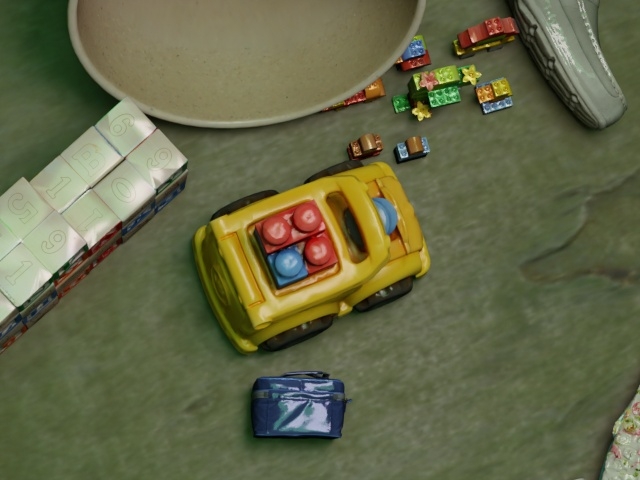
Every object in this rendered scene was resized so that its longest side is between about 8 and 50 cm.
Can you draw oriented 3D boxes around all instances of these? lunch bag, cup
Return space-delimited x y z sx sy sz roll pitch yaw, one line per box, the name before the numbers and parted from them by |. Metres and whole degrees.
lunch bag | -0.018 0.159 1.649 0.098 0.067 0.065 1 81 -7
cup | -0.080 -0.300 1.620 0.331 0.331 0.237 -4 55 -7

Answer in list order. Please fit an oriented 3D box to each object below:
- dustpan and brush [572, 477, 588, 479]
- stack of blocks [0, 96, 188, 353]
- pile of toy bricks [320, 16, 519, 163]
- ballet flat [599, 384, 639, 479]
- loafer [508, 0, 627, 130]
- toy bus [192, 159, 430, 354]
dustpan and brush | 0.199 0.331 1.648 0.211 0.060 0.147 -20 83 -9
stack of blocks | -0.261 0.001 1.597 0.297 0.171 0.087 -43 87 -11
pile of toy bricks | 0.108 -0.152 1.694 0.212 0.105 0.118 -16 83 -8
ballet flat | 0.345 0.175 1.673 0.091 0.077 0.241 32 77 -33
loafer | 0.240 -0.266 1.725 0.111 0.112 0.319 -25 84 -1
toy bus | 0.000 0.000 1.606 0.220 0.211 0.149 -22 82 -11
